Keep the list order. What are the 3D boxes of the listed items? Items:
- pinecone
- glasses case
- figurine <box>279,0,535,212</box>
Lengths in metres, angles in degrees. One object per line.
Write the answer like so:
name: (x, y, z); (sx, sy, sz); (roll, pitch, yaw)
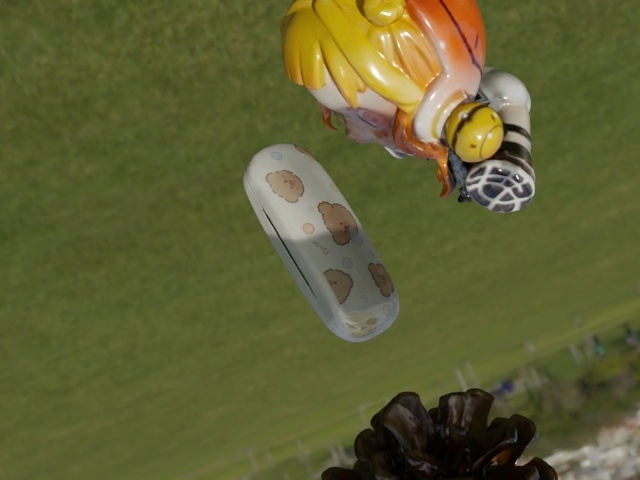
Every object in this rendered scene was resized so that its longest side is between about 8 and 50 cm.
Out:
pinecone: (0.089, 0.201, 0.965); (0.208, 0.208, 0.208); (-22, 171, -4)
glasses case: (0.000, 0.000, 0.968); (0.063, 0.164, 0.041); (-20, 164, -37)
figurine: (0.087, -0.185, 1.351); (0.196, 0.320, 0.323); (-51, 130, -5)
